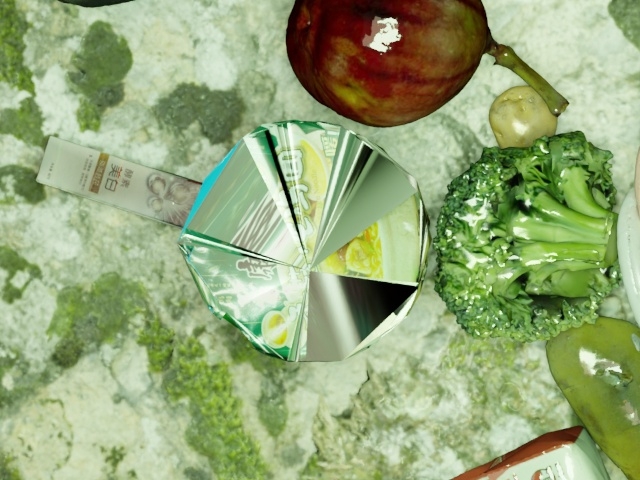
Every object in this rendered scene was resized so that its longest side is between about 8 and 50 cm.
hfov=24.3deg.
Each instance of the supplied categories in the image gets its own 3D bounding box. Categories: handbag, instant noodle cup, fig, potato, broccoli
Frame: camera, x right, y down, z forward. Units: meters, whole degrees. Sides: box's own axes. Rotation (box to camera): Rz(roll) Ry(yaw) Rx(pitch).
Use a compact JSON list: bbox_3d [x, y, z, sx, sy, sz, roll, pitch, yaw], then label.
[{"bbox_3d":[0.155,0.312,1.483,0.298,0.151,0.171,-24,84,14],"label":"handbag"},{"bbox_3d":[0.000,0.000,1.469,0.240,0.178,0.240,0,91,7],"label":"instant noodle cup"},{"bbox_3d":[0.098,-0.205,1.462,0.250,0.204,0.186,-4,92,-22],"label":"fig"},{"bbox_3d":[0.300,0.157,1.485,0.105,0.085,0.188,-25,93,9],"label":"potato"},{"bbox_3d":[0.202,0.000,1.425,0.176,0.226,0.198,-13,99,17],"label":"broccoli"},{"bbox_3d":[0.206,-0.113,1.505,0.068,0.062,0.083,-4,114,25],"label":"potato"}]

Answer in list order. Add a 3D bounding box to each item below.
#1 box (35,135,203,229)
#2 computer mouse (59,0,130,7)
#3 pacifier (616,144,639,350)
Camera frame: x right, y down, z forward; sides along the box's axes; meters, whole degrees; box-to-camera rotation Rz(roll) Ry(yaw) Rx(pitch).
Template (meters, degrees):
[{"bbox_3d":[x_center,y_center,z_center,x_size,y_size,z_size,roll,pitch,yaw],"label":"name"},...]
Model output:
[{"bbox_3d":[-0.187,-0.052,1.561,0.218,0.039,0.055,17,92,6],"label":"box"},{"bbox_3d":[-0.191,-0.313,1.538,0.217,0.073,0.122,-22,91,1],"label":"computer mouse"},{"bbox_3d":[0.423,0.009,1.401,0.273,0.220,0.332,-25,93,18],"label":"pacifier"}]
